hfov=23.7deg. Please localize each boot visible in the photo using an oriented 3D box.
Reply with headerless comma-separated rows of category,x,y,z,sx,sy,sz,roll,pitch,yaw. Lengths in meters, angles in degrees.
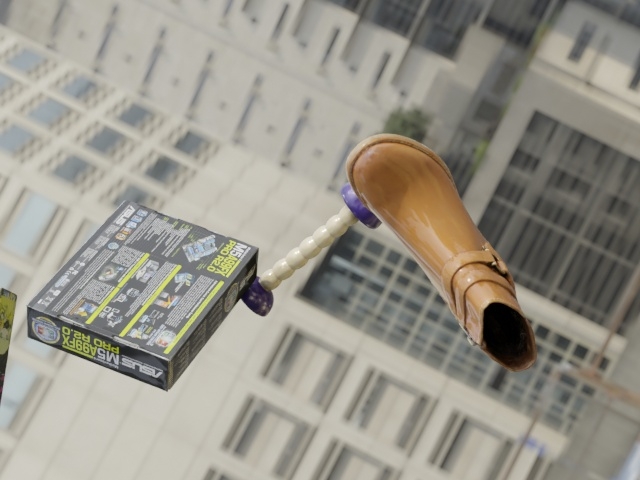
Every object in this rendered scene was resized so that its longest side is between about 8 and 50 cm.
boot,0.145,0.018,1.773,0.109,0.283,0.220,-31,36,7

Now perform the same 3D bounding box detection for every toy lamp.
toy lamp,0.000,0.000,2.147,0.275,0.080,0.080,-41,0,16

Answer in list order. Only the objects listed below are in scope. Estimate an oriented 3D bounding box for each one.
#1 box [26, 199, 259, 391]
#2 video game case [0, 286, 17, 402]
box,-0.237,0.069,2.067,0.270,0.216,0.060,-54,-21,-48
video game case,-0.464,0.160,1.747,0.042,0.232,0.210,37,-126,-58
